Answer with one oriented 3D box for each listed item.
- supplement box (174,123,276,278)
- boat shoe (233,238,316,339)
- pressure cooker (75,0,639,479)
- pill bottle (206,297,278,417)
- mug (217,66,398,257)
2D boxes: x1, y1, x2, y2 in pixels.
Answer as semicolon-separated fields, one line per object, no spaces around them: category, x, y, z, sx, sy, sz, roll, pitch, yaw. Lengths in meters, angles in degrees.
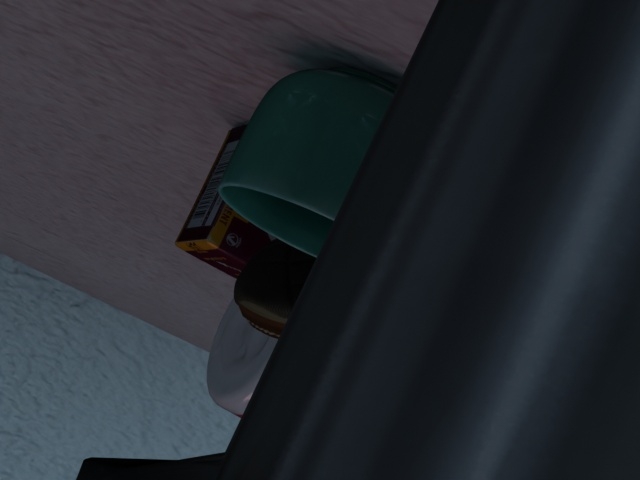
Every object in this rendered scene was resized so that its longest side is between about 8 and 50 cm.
supplement box;0.000;0.000;1.128;0.188;0.104;0.081;29;168;-20
boat shoe;0.092;0.060;0.968;0.324;0.122;0.120;5;127;33
pressure cooker;0.143;0.104;0.491;0.375;0.420;0.370;33;166;-37
pill bottle;0.056;0.157;1.534;0.319;0.176;0.176;30;168;-23
mug;0.028;-0.041;0.901;0.158;0.097;0.129;23;168;8
